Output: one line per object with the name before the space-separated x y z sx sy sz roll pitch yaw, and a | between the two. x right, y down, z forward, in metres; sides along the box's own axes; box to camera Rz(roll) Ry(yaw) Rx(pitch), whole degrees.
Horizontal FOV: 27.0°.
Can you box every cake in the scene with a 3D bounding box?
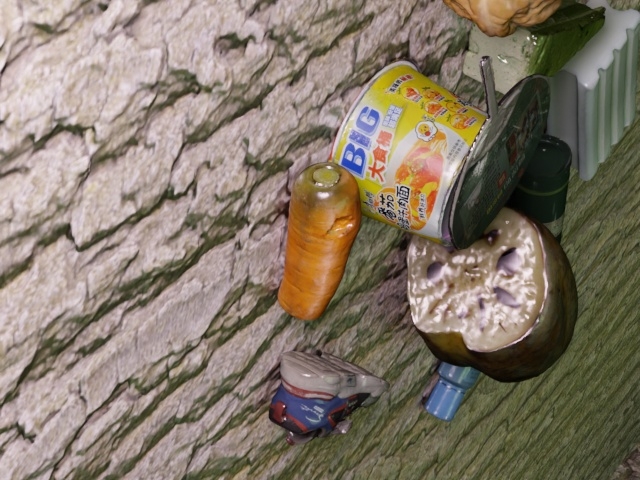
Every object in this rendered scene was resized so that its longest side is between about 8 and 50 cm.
cake | 0.288 -0.265 1.774 0.235 0.100 0.099 -26 140 -51

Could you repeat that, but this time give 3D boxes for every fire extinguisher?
fire extinguisher | 0.343 -0.040 2.134 0.118 0.093 0.294 -24 144 -14

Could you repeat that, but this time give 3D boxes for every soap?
soap | 0.423 -0.233 2.084 0.160 0.087 0.265 -53 155 -18

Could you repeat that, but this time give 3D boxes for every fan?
fan | 0.216 -0.128 1.522 0.223 0.012 0.294 -40 148 -40

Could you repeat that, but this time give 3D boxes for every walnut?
walnut | 0.201 -0.306 1.497 0.155 0.155 0.184 -62 158 1

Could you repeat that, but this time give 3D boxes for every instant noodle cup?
instant noodle cup | 0.123 -0.092 1.576 0.205 0.153 0.205 -45 152 -32

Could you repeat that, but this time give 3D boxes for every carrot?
carrot | 0.000 0.000 1.518 0.087 0.087 0.193 -39 149 -40

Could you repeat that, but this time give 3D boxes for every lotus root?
lotus root | 0.254 0.083 1.932 0.250 0.250 0.346 -58 160 -8

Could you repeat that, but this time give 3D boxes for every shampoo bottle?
shampoo bottle | 0.249 0.177 2.208 0.258 0.061 0.104 -64 156 4

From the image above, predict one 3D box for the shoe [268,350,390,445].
shoe | 0.007 0.214 1.724 0.227 0.099 0.125 18 92 -60
